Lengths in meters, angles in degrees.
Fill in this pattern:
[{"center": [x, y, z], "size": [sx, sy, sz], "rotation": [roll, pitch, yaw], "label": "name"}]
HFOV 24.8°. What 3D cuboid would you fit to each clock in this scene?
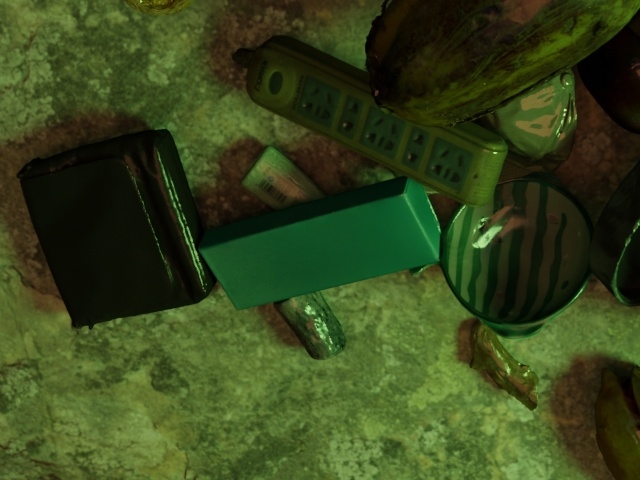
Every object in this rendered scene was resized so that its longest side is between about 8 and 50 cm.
[{"center": [0.439, -0.041, 1.745], "size": [0.055, 0.280, 0.281], "rotation": [47, 113, 32], "label": "clock"}]

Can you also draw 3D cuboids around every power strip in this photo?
[{"center": [0.048, -0.157, 1.797], "size": [0.387, 0.066, 0.092], "rotation": [27, 119, 22], "label": "power strip"}]

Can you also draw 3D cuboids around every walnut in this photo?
[{"center": [0.438, 0.269, 1.910], "size": [0.137, 0.137, 0.245], "rotation": [-32, 101, 16], "label": "walnut"}]

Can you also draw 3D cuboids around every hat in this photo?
[{"center": [0.187, -0.156, 1.785], "size": [0.244, 0.149, 0.214], "rotation": [-23, 93, 1], "label": "hat"}]

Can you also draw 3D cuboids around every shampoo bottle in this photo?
[{"center": [-0.012, -0.043, 1.911], "size": [0.190, 0.041, 0.069], "rotation": [37, 107, -6], "label": "shampoo bottle"}]

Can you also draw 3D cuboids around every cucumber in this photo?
[{"center": [-0.011, 0.108, 1.955], "size": [0.064, 0.064, 0.112], "rotation": [-31, 104, 16], "label": "cucumber"}]

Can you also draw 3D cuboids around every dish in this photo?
[{"center": [0.243, 0.021, 1.859], "size": [0.246, 0.078, 0.224], "rotation": [4, 77, 20], "label": "dish"}]

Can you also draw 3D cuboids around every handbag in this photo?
[{"center": [-0.266, -0.016, 1.941], "size": [0.223, 0.080, 0.247], "rotation": [-12, 108, 19], "label": "handbag"}]

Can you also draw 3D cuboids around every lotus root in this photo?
[{"center": [0.216, -0.273, 1.635], "size": [0.397, 0.179, 0.196], "rotation": [-30, 59, 21], "label": "lotus root"}]

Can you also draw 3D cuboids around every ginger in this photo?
[{"center": [0.244, 0.168, 1.949], "size": [0.137, 0.044, 0.057], "rotation": [48, 137, -3], "label": "ginger"}]

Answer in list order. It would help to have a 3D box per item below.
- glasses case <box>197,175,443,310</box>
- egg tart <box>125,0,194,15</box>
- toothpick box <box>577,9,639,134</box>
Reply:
[{"center": [0.001, 0.001, 1.872], "size": [0.301, 0.070, 0.117], "rotation": [-15, 122, 24], "label": "glasses case"}, {"center": [-0.206, -0.347, 1.834], "size": [0.128, 0.049, 0.129], "rotation": [5, 113, 11], "label": "egg tart"}, {"center": [0.441, -0.255, 1.706], "size": [0.294, 0.192, 0.192], "rotation": [-41, 99, 13], "label": "toothpick box"}]
